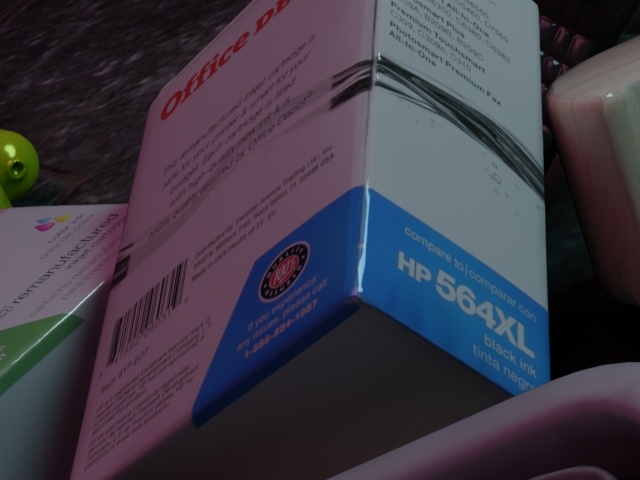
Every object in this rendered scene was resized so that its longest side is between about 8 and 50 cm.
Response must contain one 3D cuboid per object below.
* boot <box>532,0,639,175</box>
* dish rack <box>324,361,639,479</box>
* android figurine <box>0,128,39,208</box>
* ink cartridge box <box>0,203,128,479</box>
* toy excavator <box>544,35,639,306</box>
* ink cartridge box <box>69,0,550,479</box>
[{"bbox_3d":[0.102,-0.067,0.784,0.246,0.083,0.161,-56,-22,13],"label":"boot"},{"bbox_3d":[-0.034,0.179,0.377,0.285,0.072,0.333,-29,20,27],"label":"dish rack"},{"bbox_3d":[-0.267,0.015,1.022,0.248,0.056,0.273,-35,24,-22],"label":"android figurine"},{"bbox_3d":[-0.151,0.063,0.758,0.212,0.093,0.154,-2,33,46],"label":"ink cartridge box"},{"bbox_3d":[0.214,0.001,0.445,0.433,0.222,0.445,-11,13,31],"label":"toy excavator"},{"bbox_3d":[0.000,0.000,0.628,0.148,0.086,0.203,-38,30,36],"label":"ink cartridge box"}]
